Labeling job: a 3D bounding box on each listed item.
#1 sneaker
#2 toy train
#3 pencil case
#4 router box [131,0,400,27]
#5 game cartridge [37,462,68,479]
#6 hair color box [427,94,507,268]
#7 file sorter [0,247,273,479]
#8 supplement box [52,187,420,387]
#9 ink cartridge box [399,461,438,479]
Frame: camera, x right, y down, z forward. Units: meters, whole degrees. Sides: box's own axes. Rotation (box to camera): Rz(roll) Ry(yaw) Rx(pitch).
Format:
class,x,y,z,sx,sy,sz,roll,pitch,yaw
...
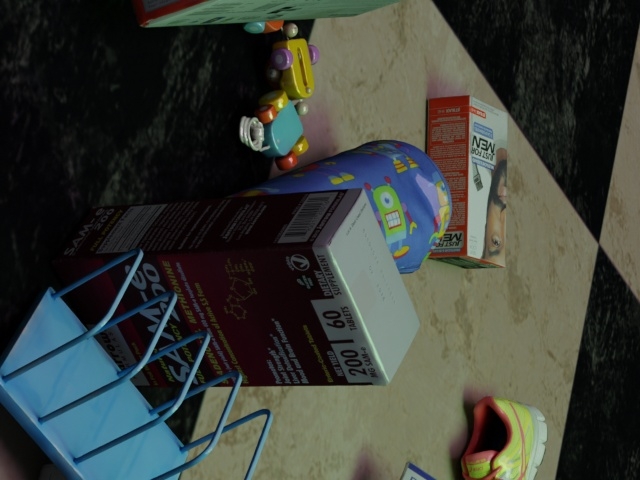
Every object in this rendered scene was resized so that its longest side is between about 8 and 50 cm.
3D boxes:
class,x,y,z,sx,sy,sz,roll,pitch,yaw
sneaker,0.177,0.256,1.845,0.094,0.081,0.208,35,51,-44
toy train,-0.053,-0.143,1.534,0.125,0.046,0.166,29,59,-53
pencil case,0.000,0.000,1.527,0.306,0.119,0.133,-26,92,-57
router box,-0.057,-0.333,1.464,0.335,0.082,0.301,-14,89,-58
game cartridge,-0.131,0.285,1.350,0.294,0.060,0.196,44,55,-48
hair color box,0.152,-0.059,1.850,0.093,0.053,0.167,15,76,-58
file sorter,-0.128,0.110,1.260,0.170,0.104,0.118,53,28,-19
supplement box,-0.063,0.038,1.306,0.073,0.239,0.130,-58,134,-44
ink cartridge box,0.076,0.375,1.594,0.165,0.065,0.332,35,51,-8
